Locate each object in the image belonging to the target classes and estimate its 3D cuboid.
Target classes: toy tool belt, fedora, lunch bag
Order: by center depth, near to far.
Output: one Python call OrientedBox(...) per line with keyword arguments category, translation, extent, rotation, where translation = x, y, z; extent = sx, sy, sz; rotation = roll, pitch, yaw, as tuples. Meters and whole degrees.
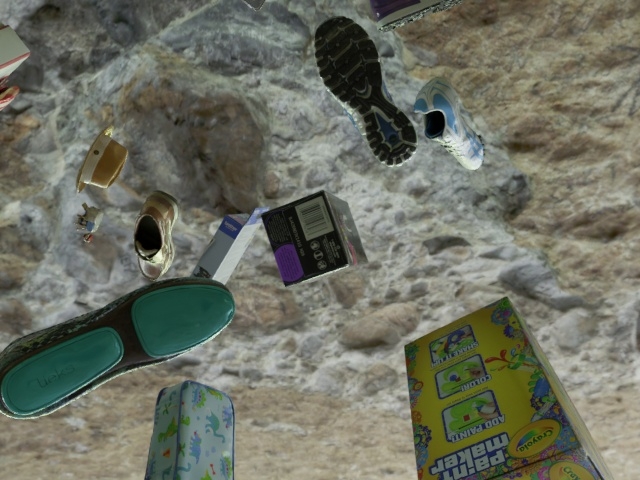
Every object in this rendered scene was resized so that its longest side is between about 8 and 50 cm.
OrientedBox(category="lunch bag", translation=(-0.242, 0.397, 0.945), extent=(0.090, 0.219, 0.176), rotation=(-24, -39, 23))
OrientedBox(category="toy tool belt", translation=(-0.553, -0.044, 1.153), extent=(0.051, 0.052, 0.083), rotation=(25, -84, -1))
OrientedBox(category="fedora", translation=(-0.551, -0.197, 1.249), extent=(0.079, 0.194, 0.194), rotation=(26, -54, -18))

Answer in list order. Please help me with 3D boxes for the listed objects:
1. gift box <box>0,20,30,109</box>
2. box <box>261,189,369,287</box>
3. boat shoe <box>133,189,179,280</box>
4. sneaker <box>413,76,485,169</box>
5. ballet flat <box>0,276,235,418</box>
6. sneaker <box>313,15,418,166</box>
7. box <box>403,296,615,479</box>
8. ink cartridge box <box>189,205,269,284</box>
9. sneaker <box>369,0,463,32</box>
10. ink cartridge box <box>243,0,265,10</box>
OrientedBox(category="gift box", translation=(-0.614, -0.266, 0.699), extent=(0.276, 0.255, 0.258), rotation=(-10, -56, 42))
OrientedBox(category="box", translation=(0.000, 0.000, 1.081), extent=(0.143, 0.165, 0.270), rotation=(-20, -5, 13))
OrientedBox(category="boat shoe", translation=(-0.503, 0.002, 1.438), extent=(0.122, 0.120, 0.324), rotation=(20, -51, 0))
OrientedBox(category="sneaker", translation=(0.245, -0.207, 0.939), extent=(0.086, 0.085, 0.237), rotation=(-50, -47, -2))
OrientedBox(category="ballet flat", translation=(-0.159, 0.073, 0.389), extent=(0.188, 0.070, 0.070), rotation=(-17, -34, -41))
OrientedBox(category="sneaker", translation=(0.085, -0.309, 1.040), extent=(0.129, 0.147, 0.330), rotation=(-28, -77, 3))
OrientedBox(category="box", translation=(0.264, 0.284, 0.639), extent=(0.177, 0.279, 0.290), rotation=(-30, -73, 17))
OrientedBox(category="ink cartridge box", translation=(-0.246, 0.033, 1.253), extent=(0.065, 0.186, 0.311), rotation=(34, -82, 3))
OrientedBox(category="sneaker", translation=(0.228, -0.544, 1.016), extent=(0.283, 0.107, 0.124), rotation=(-25, -79, -16))
OrientedBox(category="ink cartridge box", translation=(-0.139, -0.645, 0.961), extent=(0.309, 0.130, 0.272), rotation=(41, -70, 4))
